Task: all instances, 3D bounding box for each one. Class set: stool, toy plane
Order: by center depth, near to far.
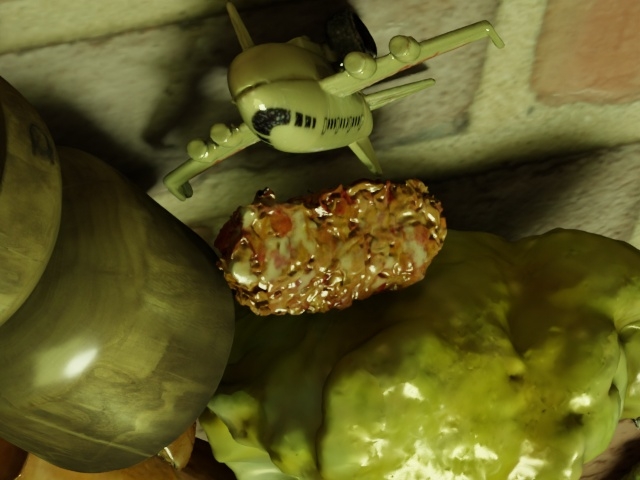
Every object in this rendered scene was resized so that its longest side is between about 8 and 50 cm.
[{"bbox_3d":[-0.187,0.018,1.185,0.179,0.179,0.264,-28,148,13],"label":"stool"},{"bbox_3d":[-0.009,-0.086,1.190,0.229,0.092,0.244,-26,166,14],"label":"toy plane"}]

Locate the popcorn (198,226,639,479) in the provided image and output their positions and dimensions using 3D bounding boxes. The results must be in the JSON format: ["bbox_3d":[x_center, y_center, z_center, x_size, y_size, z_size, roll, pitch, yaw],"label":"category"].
[{"bbox_3d":[0.070,0.109,1.432,0.292,0.293,0.334,-48,-168,-24],"label":"popcorn"}]

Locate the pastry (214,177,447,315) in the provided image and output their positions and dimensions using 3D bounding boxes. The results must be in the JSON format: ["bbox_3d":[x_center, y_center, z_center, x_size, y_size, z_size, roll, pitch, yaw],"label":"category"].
[{"bbox_3d":[0.000,0.003,1.268,0.169,0.087,0.063,-6,-170,-34],"label":"pastry"}]

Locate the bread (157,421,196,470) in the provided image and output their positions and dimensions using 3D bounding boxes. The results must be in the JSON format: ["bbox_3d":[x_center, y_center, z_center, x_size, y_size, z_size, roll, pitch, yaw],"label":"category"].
[{"bbox_3d":[-0.132,0.091,1.374,0.044,0.126,0.129,-42,114,-10],"label":"bread"}]

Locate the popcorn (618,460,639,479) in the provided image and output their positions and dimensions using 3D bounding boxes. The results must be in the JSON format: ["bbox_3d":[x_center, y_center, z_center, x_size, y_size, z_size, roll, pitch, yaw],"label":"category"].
[{"bbox_3d":[0.406,0.310,1.876,0.335,0.279,0.274,-18,131,22],"label":"popcorn"}]

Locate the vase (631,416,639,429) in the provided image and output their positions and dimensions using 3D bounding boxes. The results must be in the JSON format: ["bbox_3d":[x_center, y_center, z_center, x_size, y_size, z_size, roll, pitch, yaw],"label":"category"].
[{"bbox_3d":[0.486,0.105,1.645,0.445,0.250,0.250,-31,147,11],"label":"vase"}]

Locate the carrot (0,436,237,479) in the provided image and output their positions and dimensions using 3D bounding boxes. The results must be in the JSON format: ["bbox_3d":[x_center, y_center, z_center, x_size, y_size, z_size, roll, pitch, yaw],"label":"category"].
[{"bbox_3d":[-0.187,0.205,1.470,0.196,0.196,0.254,-34,142,22],"label":"carrot"}]
